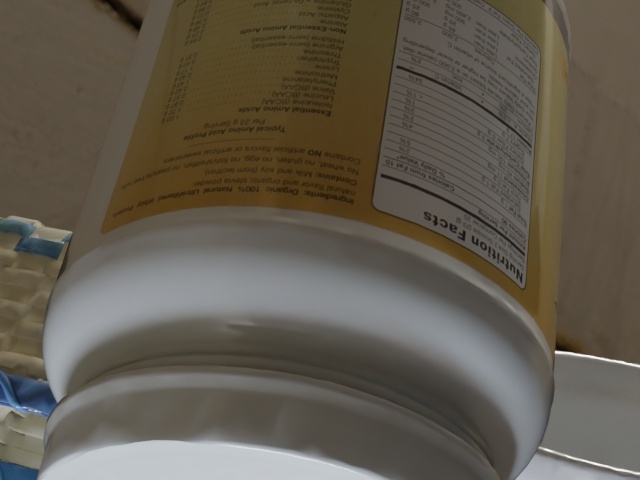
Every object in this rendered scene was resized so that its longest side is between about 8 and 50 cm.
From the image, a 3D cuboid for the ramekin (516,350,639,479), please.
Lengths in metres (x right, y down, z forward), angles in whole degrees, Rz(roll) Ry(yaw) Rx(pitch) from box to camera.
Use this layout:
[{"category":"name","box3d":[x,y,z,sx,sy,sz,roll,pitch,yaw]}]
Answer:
[{"category":"ramekin","box3d":[0.191,0.174,0.824,0.277,0.277,0.135,1,-77,-38]}]

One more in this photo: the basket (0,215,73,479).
[{"category":"basket","box3d":[-0.214,0.150,0.854,0.255,0.201,0.289,67,-149,-53]}]

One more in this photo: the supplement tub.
[{"category":"supplement tub","box3d":[0.000,0.000,0.589,0.228,0.228,0.316,30,-129,-26]}]
